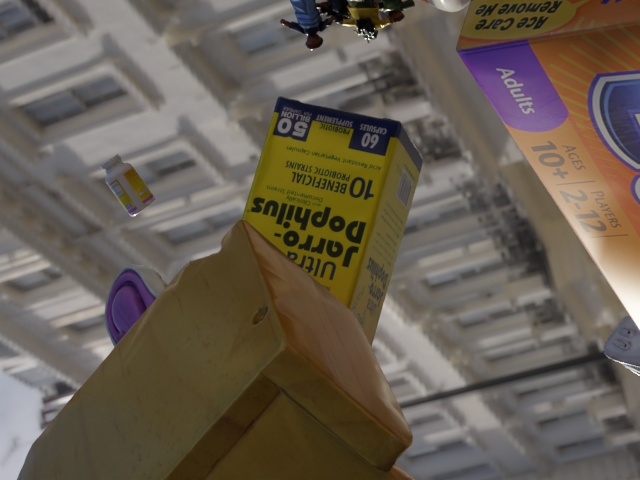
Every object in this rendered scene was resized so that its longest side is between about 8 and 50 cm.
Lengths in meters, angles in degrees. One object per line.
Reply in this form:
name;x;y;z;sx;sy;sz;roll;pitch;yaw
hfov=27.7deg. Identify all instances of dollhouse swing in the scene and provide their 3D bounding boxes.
dollhouse swing;-0.039;0.239;1.014;0.305;0.347;0.315;35;-168;-23

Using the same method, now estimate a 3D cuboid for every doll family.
doll family;0.037;-0.332;1.881;0.111;0.193;0.076;70;-145;-49

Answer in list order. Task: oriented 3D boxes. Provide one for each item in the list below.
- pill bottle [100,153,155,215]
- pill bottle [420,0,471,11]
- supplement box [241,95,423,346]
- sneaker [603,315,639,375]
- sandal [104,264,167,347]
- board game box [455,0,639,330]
pill bottle;-0.269;-0.078;1.802;0.083;0.043;0.043;56;-159;-10
pill bottle;0.019;-0.427;1.451;0.224;0.392;0.224;-57;-16;-26
supplement box;0.000;0.000;1.900;0.195;0.194;0.357;41;-117;-71
sneaker;0.412;0.044;1.625;0.137;0.210;0.366;26;-164;-50
sandal;-0.229;0.151;1.716;0.102;0.416;0.169;12;-79;-30
board game box;0.360;-0.166;0.870;0.356;0.356;0.356;49;-130;-40
